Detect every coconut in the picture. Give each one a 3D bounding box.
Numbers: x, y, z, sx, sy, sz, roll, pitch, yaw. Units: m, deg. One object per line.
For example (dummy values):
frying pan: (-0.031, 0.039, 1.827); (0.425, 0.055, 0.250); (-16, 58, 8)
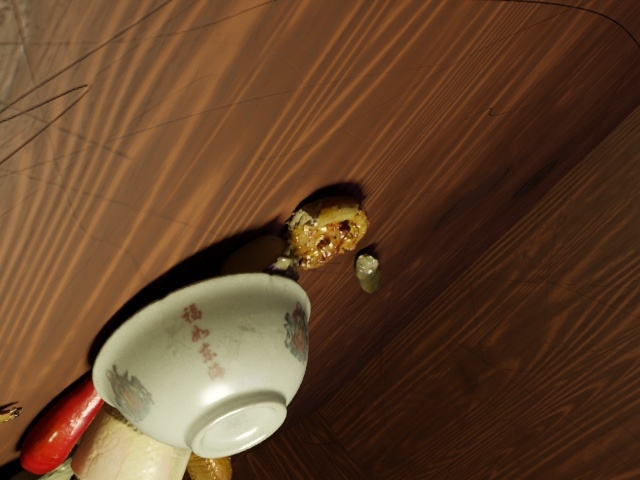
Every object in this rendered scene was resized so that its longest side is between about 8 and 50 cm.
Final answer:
coconut: (-0.399, 0.463, 1.664); (0.239, 0.239, 0.244); (45, 63, -74)

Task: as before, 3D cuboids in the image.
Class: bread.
bread: (-0.353, 0.639, 2.389); (0.139, 0.240, 0.240); (-23, 162, -9)

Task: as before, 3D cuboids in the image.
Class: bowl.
bowl: (-0.179, 0.267, 1.447); (0.434, 0.196, 0.435); (-20, 146, -14)

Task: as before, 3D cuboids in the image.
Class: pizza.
pizza: (0.000, 0.000, 1.619); (0.226, 0.086, 0.335); (-39, 166, 5)

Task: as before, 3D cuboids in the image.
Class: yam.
yam: (0.134, 0.093, 2.208); (0.071, 0.067, 0.317); (-50, 167, -7)

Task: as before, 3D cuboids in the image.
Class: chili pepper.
chili pepper: (-0.501, 0.369, 1.553); (0.368, 0.092, 0.137); (-43, 179, 28)

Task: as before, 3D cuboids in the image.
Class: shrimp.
shrimp: (-0.574, 0.320, 1.354); (0.127, 0.025, 0.091); (-18, 155, -41)

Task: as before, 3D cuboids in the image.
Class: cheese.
cheese: (-0.115, 0.075, 1.514); (0.175, 0.091, 0.202); (-34, 156, 1)

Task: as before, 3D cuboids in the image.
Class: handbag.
handbag: (-0.656, 0.575, 1.712); (0.316, 0.109, 0.253); (-47, 171, 38)

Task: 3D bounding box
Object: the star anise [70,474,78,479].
star anise: (-0.568, 0.580, 1.957); (0.196, 0.111, 0.212); (-27, 170, -16)
